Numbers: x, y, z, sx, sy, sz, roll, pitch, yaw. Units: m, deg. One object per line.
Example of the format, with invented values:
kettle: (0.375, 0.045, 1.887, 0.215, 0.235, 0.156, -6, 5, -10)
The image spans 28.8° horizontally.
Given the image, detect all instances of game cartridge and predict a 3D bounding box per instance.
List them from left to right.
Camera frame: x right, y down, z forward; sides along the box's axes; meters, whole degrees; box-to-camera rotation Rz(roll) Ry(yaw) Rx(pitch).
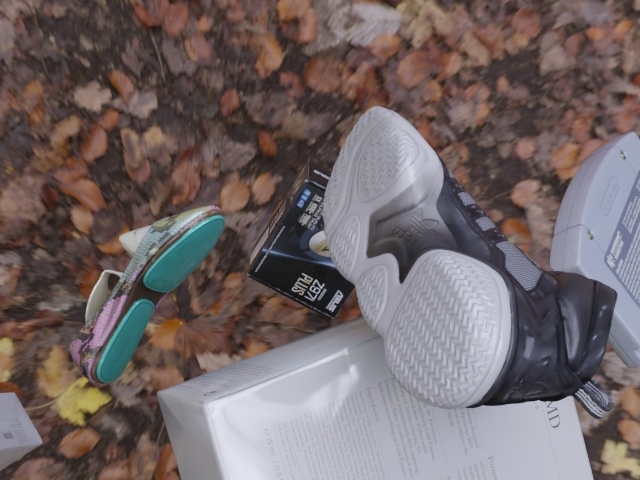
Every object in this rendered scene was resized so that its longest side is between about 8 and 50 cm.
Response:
game cartridge: (0.394, -0.003, 1.627, 0.198, 0.062, 0.297, 47, 45, -14)

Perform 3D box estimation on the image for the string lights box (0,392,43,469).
string lights box: (-0.469, 0.278, 1.454, 0.259, 0.133, 0.077, -33, 80, 4)

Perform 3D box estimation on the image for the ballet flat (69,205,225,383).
ballet flat: (-0.188, 0.042, 1.278, 0.079, 0.077, 0.221, 36, 93, 28)

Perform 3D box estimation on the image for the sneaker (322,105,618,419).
sneaker: (0.099, 0.019, 0.829, 0.153, 0.269, 0.101, 19, 121, -29)

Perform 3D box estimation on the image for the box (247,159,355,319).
box: (0.000, 0.000, 1.803, 0.147, 0.077, 0.180, 29, 113, -12)

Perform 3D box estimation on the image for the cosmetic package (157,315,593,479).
cosmetic package: (0.072, 0.241, 0.898, 0.284, 0.097, 0.377, -18, 97, -26)
